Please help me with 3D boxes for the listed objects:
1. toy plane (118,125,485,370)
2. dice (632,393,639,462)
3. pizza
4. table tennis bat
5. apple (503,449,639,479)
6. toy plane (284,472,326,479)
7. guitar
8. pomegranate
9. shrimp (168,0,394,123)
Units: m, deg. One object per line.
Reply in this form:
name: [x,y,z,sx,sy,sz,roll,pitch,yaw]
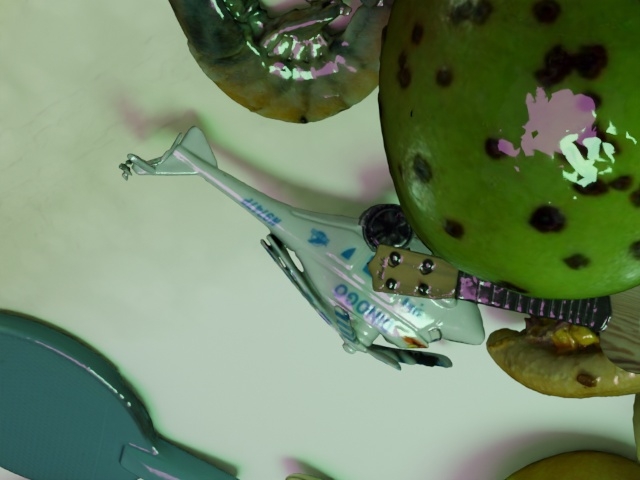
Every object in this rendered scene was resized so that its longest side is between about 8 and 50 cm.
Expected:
toy plane: [-0.002,-0.001,0.852,0.273,0.107,0.182,35,178,14]
dice: [0.317,0.129,0.770,0.169,0.166,0.169,-21,120,34]
pizza: [0.209,0.048,0.779,0.246,0.127,0.058,-12,122,47]
table tennis bat: [-0.230,0.172,1.099,0.329,0.044,0.215,23,132,4]
apple: [0.216,0.283,0.936,0.237,0.207,0.237,17,151,9]
toy plane: [0.056,0.297,1.066,0.244,0.092,0.229,41,115,-19]
guitar: [0.157,0.040,0.722,0.271,0.038,0.084,11,96,24]
pomegranate: [0.170,-0.090,0.636,0.286,0.231,0.231,-8,131,-10]
shrimp: [-0.029,-0.163,0.737,0.150,0.051,0.217,-13,131,25]
